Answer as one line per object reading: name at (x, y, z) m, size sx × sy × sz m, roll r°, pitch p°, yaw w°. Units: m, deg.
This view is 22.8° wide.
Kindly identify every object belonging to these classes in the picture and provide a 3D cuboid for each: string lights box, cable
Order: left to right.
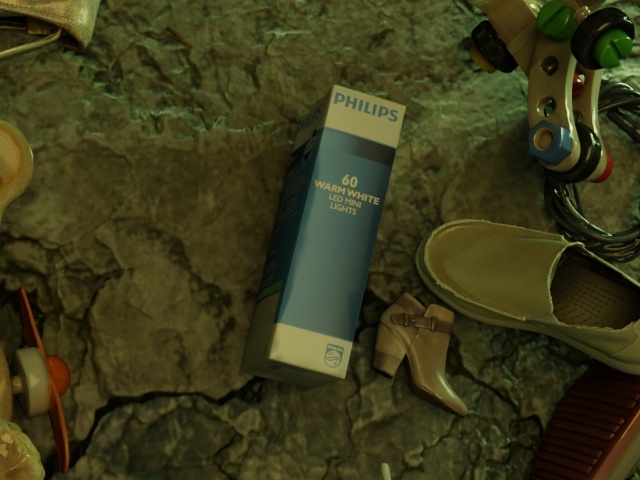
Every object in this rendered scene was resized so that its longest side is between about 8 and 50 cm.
string lights box at (0.000, 0.000, 1.479) m, size 0.076 × 0.133 × 0.260 m, roll 16°, pitch 78°, yaw -11°
cable at (0.298, -0.067, 1.620) m, size 0.150 × 0.047 × 0.184 m, roll -9°, pitch 79°, yaw -21°

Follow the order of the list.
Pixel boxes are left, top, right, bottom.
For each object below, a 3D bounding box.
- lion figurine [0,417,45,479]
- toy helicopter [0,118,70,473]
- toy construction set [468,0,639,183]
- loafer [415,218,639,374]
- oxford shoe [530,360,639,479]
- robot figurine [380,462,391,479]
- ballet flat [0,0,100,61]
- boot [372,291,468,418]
lion figurine at (-0.280, 0.334, 1.302) m, size 0.240 × 0.142 × 0.392 m, roll -27°, pitch 118°, yaw -7°
toy helicopter at (-0.310, 0.065, 1.388) m, size 0.235 × 0.140 × 0.355 m, roll 16°, pitch 75°, yaw -14°
toy construction set at (0.288, -0.217, 1.546) m, size 0.309 × 0.257 × 0.237 m, roll -5°, pitch 45°, yaw -35°
loafer at (0.213, 0.037, 1.503) m, size 0.268 × 0.092 × 0.102 m, roll 20°, pitch 66°, yaw 21°
oxford shoe at (0.334, 0.156, 1.553) m, size 0.130 × 0.123 × 0.348 m, roll 40°, pitch 81°, yaw -23°
robot figurine at (0.045, 0.382, 1.386) m, size 0.300 × 0.200 × 0.353 m, roll 26°, pitch 80°, yaw -21°
ballet flat at (-0.354, -0.209, 1.439) m, size 0.316 × 0.107 × 0.106 m, roll -2°, pitch 89°, yaw -14°
boot at (0.107, 0.107, 1.539) m, size 0.118 × 0.042 × 0.087 m, roll 31°, pitch 72°, yaw -8°
